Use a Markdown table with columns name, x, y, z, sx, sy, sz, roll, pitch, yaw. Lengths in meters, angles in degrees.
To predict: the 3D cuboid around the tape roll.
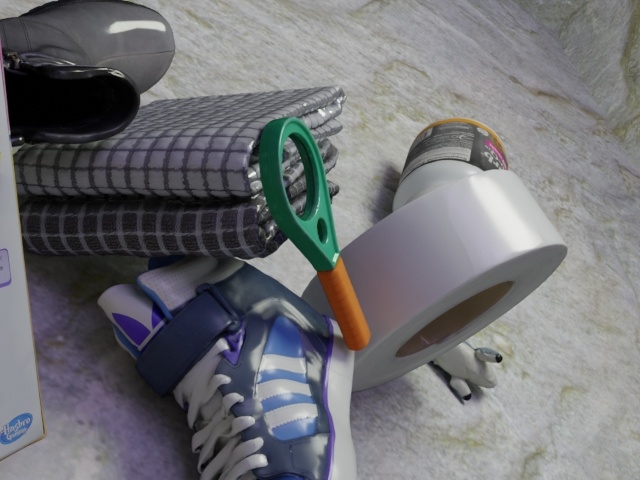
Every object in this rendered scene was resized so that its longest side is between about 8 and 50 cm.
| name | x | y | z | sx | sy | sz | roll | pitch | yaw |
| --- | --- | --- | --- | --- | --- | --- | --- | --- | --- |
| tape roll | 0.119 | 0.048 | 1.042 | 0.286 | 0.286 | 0.100 | -4 | 57 | -56 |

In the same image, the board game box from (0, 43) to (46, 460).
| name | x | y | z | sx | sy | sz | roll | pitch | yaw |
| --- | --- | --- | --- | --- | --- | --- | --- | --- | --- |
| board game box | -0.279 | 0.008 | 0.556 | 0.242 | 0.064 | 0.317 | -23 | 114 | -59 |

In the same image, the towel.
| name | x | y | z | sx | sy | sz | roll | pitch | yaw |
| --- | --- | --- | --- | --- | --- | --- | --- | --- | --- |
| towel | -0.118 | -0.062 | 0.915 | 0.283 | 0.235 | 0.121 | -43 | 130 | -65 |

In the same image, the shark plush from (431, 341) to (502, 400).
| name | x | y | z | sx | sy | sz | roll | pitch | yaw |
| --- | --- | --- | --- | --- | --- | --- | --- | --- | --- |
| shark plush | 0.158 | 0.145 | 1.252 | 0.161 | 0.073 | 0.067 | 27 | 7 | 5 |

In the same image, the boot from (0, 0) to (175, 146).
| name | x | y | z | sx | sy | sz | roll | pitch | yaw |
| --- | --- | --- | --- | --- | --- | --- | --- | --- | --- |
| boot | -0.221 | -0.137 | 0.848 | 0.222 | 0.118 | 0.338 | 21 | 30 | 41 |

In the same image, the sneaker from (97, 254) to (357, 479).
| name | x | y | z | sx | sy | sz | roll | pitch | yaw |
| --- | --- | --- | --- | --- | --- | --- | --- | --- | --- |
| sneaker | -0.096 | 0.137 | 0.814 | 0.236 | 0.130 | 0.323 | 29 | 35 | -16 |

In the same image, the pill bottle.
| name | x | y | z | sx | sy | sz | roll | pitch | yaw |
| --- | --- | --- | --- | --- | --- | --- | --- | --- | --- |
| pill bottle | 0.191 | -0.063 | 1.419 | 0.162 | 0.162 | 0.278 | 41 | 28 | -11 |

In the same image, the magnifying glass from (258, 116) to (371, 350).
| name | x | y | z | sx | sy | sz | roll | pitch | yaw |
| --- | --- | --- | --- | --- | --- | --- | --- | --- | --- |
| magnifying glass | 0.000 | 0.000 | 0.832 | 0.092 | 0.026 | 0.231 | -67 | 144 | -50 |
